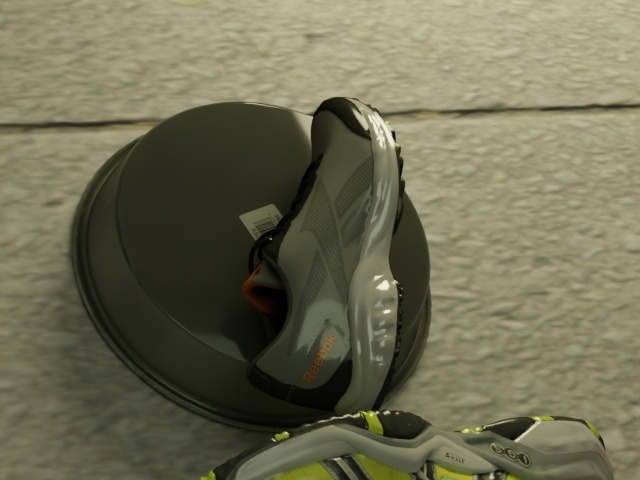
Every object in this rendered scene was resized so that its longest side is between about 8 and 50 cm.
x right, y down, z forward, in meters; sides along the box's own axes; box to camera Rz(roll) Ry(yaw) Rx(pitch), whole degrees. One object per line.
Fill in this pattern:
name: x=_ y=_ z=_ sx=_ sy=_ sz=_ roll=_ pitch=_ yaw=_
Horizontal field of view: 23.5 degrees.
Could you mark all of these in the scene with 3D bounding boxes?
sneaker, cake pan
sneaker: x=0.062 y=0.203 z=1.001 sx=0.384 sy=0.145 sz=0.147 roll=-1 pitch=57 yaw=-32
sneaker: x=0.000 y=0.000 z=1.108 sx=0.108 sy=0.100 sz=0.272 roll=9 pitch=52 yaw=-10
cake pan: x=-0.042 y=0.007 z=1.183 sx=0.293 sy=0.054 sz=0.293 roll=11 pitch=52 yaw=-15
